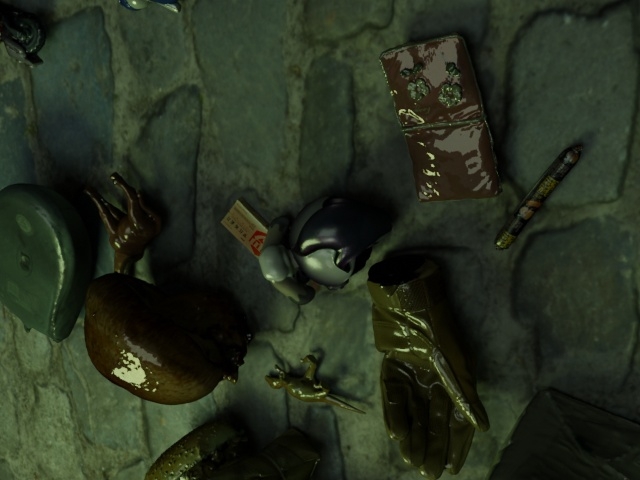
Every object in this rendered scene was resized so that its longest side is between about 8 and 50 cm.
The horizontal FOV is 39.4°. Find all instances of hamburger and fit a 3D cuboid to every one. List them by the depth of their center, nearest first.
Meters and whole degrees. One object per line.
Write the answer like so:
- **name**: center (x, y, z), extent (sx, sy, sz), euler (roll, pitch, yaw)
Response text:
- **hamburger**: center (-0.232, 0.416, 1.629), extent (0.215, 0.189, 0.122), euler (-35, 83, 38)

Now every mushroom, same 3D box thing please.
- **mushroom**: center (-0.260, 0.170, 1.495), extent (0.283, 0.263, 0.195), euler (11, 93, -10)

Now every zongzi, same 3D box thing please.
- **zongzi**: center (-0.109, 0.454, 1.569), extent (0.094, 0.204, 0.205), euler (40, 134, 41)

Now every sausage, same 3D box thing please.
- **sausage**: center (0.290, -0.055, 1.205), extent (0.028, 0.025, 0.198), euler (40, 127, 10)

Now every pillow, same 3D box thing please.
- **pillow**: center (0.166, -0.160, 1.213), extent (0.126, 0.043, 0.233), euler (-7, 110, 31)

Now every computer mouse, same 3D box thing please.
- **computer mouse**: center (-0.503, 0.035, 1.635), extent (0.188, 0.122, 0.371), euler (34, 132, 14)

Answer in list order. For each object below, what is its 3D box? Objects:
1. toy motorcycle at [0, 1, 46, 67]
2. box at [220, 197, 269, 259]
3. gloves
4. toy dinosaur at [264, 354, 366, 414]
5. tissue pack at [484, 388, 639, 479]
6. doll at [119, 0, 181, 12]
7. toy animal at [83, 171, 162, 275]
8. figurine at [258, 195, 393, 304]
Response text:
- **toy motorcycle**: center (-0.550, -0.346, 1.500), extent (0.213, 0.082, 0.122), euler (24, 121, 19)
- **box**: center (-0.114, -0.018, 1.454), extent (0.093, 0.015, 0.058), euler (45, 125, 4)
- **gloves**: center (0.156, 0.187, 1.328), extent (0.154, 0.141, 0.331), euler (-14, 97, 7)
- **toy dinosaur**: center (-0.014, 0.264, 1.526), extent (0.162, 0.039, 0.126), euler (44, 136, -2)
- **tissue pack**: center (0.321, 0.453, 1.265), extent (0.207, 0.297, 0.381), euler (19, 122, 23)
- **doll**: center (-0.250, -0.377, 1.335), extent (0.142, 0.058, 0.099), euler (-13, 127, 34)
- **toy animal**: center (-0.350, 0.005, 1.569), extent (0.224, 0.066, 0.230), euler (-18, 111, 33)
- **figurine**: center (0.000, 0.000, 1.329), extent (0.222, 0.145, 0.145), euler (-27, 98, 37)
